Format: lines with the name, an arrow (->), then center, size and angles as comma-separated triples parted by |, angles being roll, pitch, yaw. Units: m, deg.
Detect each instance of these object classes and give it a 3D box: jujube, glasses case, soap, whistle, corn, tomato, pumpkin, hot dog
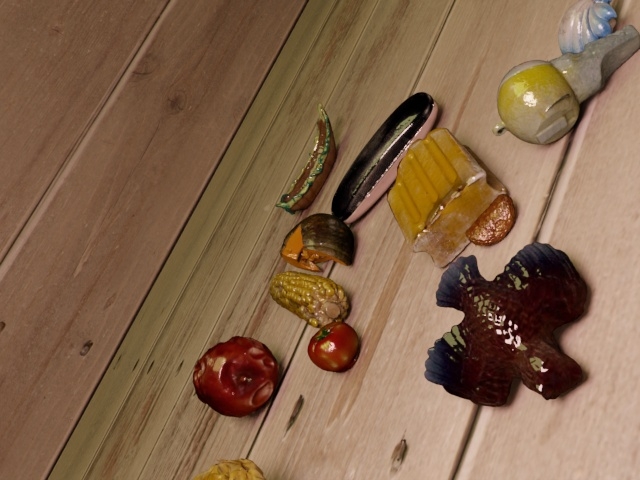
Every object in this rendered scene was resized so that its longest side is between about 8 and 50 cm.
jujube -> -0.176, 0.269, 1.339 | 0.230, 0.155, 0.155 | -22, 40, 60
glasses case -> 0.125, -0.165, 1.375 | 0.314, 0.075, 0.122 | -52, 19, 15
soap -> 0.191, -0.085, 1.101 | 0.160, 0.080, 0.257 | -49, 21, 18
whistle -> 0.330, -0.220, 0.935 | 0.223, 0.123, 0.123 | -37, 25, 15
corn -> -0.030, 0.108, 1.318 | 0.097, 0.097, 0.320 | -61, 18, -8
tomato -> 0.025, 0.177, 1.117 | 0.087, 0.075, 0.087 | -38, 17, 14
pumpkin -> 0.000, 0.000, 1.361 | 0.183, 0.119, 0.108 | -12, 60, 58
hot dog -> 0.244, -0.026, 0.958 | 0.083, 0.035, 0.058 | -50, 22, 19

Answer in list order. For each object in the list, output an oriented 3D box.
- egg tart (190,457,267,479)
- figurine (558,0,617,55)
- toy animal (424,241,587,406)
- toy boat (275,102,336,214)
egg tart -> -0.186, 0.490, 0.946 | 0.388, 0.169, 0.388 | -44, 8, 8
figurine -> 0.389, -0.301, 0.990 | 0.114, 0.079, 0.114 | 175, 90, -78
toy animal -> 0.204, 0.100, 0.750 | 0.218, 0.116, 0.179 | -48, 21, 9
toy boat -> -0.018, -0.201, 1.739 | 0.293, 0.099, 0.108 | -67, 21, -4
